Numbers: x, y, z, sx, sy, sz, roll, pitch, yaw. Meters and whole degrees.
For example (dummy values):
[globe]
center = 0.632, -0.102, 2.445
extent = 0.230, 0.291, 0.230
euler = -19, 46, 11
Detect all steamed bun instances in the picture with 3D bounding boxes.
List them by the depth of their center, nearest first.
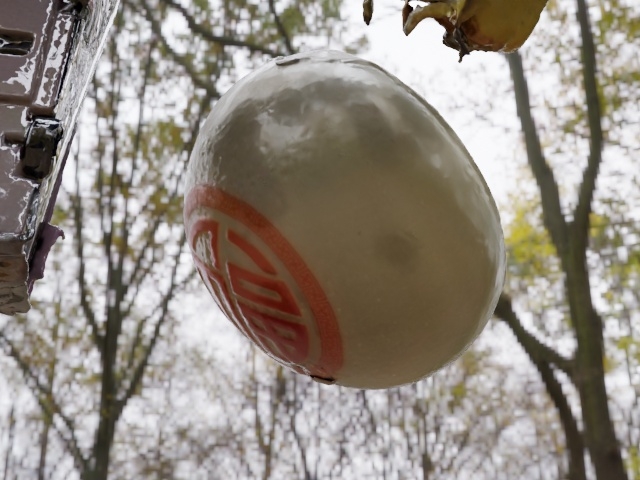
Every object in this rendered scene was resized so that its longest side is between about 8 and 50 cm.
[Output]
[steamed bun]
center = 0.000, 0.000, 0.933
extent = 0.177, 0.283, 0.283
euler = -37, -12, -27

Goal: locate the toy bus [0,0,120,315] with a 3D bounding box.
[toy bus]
center = -0.218, -0.097, 0.842
extent = 0.112, 0.317, 0.138
euler = 8, -36, -1

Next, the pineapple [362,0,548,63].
[pineapple]
center = 0.095, -0.224, 0.724
extent = 0.114, 0.236, 0.186
euler = 6, -34, -42
